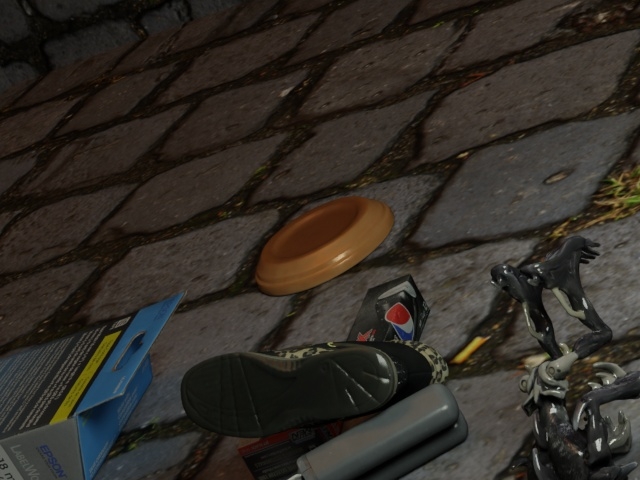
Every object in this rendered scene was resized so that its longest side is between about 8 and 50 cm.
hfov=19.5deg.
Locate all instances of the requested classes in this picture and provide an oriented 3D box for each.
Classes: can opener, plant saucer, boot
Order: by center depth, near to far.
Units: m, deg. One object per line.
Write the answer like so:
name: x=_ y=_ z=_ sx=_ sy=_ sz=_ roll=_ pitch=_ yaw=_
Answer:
can opener: x=0.019 y=0.245 z=1.779 sx=0.283 sy=0.076 sz=0.095 roll=-29 pitch=52 yaw=-1
boot: x=-0.002 y=0.146 z=1.878 sx=0.236 sy=0.085 sz=0.178 roll=-9 pitch=-4 yaw=27
plant saucer: x=0.000 y=0.000 z=2.416 sx=0.200 sy=0.037 sz=0.200 roll=-26 pitch=20 yaw=11

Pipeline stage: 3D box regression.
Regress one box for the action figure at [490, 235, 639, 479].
action figure: x=0.230 y=0.140 z=1.578 sx=0.141 sy=0.275 sz=0.164 roll=1 pitch=-22 yaw=-25

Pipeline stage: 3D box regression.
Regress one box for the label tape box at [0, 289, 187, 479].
label tape box: x=-0.308 y=0.207 z=2.233 sx=0.334 sy=0.106 sz=0.240 roll=-19 pitch=22 yaw=25

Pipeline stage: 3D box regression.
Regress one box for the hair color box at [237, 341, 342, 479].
hair color box: x=-0.025 y=0.182 z=1.985 sx=0.093 sy=0.053 sz=0.167 roll=-22 pitch=22 yaw=17

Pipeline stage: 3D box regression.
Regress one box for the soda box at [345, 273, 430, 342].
soda box: x=0.070 y=0.106 z=2.038 sx=0.060 sy=0.053 sz=0.169 roll=-20 pitch=22 yaw=24
